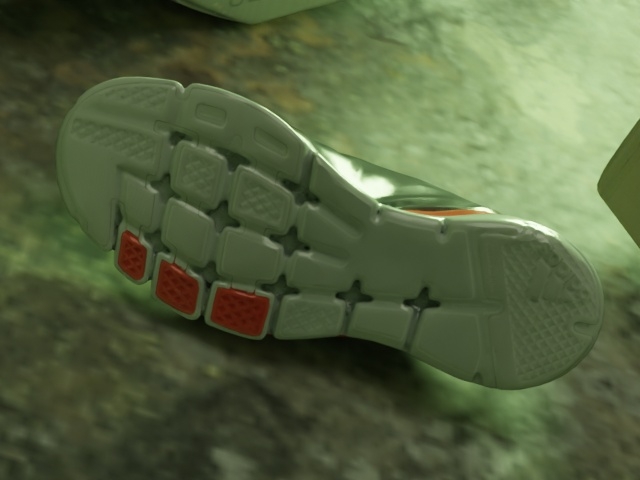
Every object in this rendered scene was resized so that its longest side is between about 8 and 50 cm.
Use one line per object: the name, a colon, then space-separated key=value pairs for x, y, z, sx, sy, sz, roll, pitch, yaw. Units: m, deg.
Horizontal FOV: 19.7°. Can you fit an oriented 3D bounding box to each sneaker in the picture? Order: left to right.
sneaker: x=0.000 y=0.000 z=0.522 sx=0.158 sy=0.061 sz=0.065 roll=23 pitch=6 yaw=-4

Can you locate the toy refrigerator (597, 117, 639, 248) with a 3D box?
toy refrigerator: x=0.233 y=-0.018 z=0.652 sx=0.269 sy=0.094 sz=0.102 roll=-7 pitch=51 yaw=-38

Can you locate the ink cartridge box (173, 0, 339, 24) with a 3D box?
ink cartridge box: x=-0.146 y=-0.182 z=0.657 sx=0.385 sy=0.091 sz=0.308 roll=-22 pitch=55 yaw=-38
